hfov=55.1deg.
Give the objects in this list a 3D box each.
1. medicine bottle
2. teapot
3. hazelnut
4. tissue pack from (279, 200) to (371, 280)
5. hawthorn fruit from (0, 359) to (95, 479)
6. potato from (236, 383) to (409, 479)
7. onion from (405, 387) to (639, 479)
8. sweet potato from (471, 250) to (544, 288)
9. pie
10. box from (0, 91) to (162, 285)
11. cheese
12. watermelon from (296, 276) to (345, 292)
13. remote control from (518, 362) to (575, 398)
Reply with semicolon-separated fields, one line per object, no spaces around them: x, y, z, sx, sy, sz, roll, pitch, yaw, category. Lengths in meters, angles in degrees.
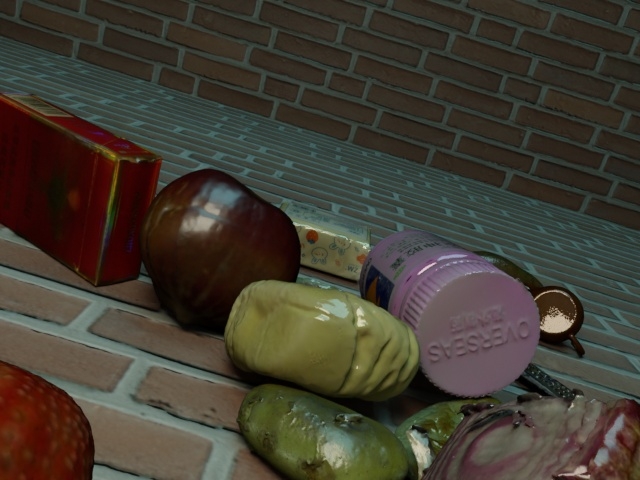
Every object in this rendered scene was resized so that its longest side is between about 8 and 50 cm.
0.171;0.092;0.892;0.178;0.178;0.290;14;8;-11;medicine bottle
0.456;0.150;1.196;0.116;0.116;0.173;-4;54;-49;teapot
-0.143;0.022;0.863;0.230;0.229;0.229;16;18;-5;hazelnut
0.000;0.000;1.222;0.197;0.092;0.148;16;17;0;tissue pack
-0.227;0.171;0.317;0.205;0.205;0.253;13;23;-13;hawthorn fruit
-0.003;0.201;0.625;0.188;0.085;0.105;20;11;25;potato
0.181;0.246;0.446;0.257;0.272;0.230;21;57;7;onion
0.421;0.070;1.432;0.244;0.077;0.077;13;18;-10;sweet potato
0.193;0.254;0.694;0.241;0.054;0.240;15;19;-5;pie
-0.393;-0.087;0.939;0.314;0.197;0.089;27;20;27;box
0.003;0.121;0.748;0.214;0.117;0.226;20;-10;-33;cheese
-0.008;0.109;0.932;0.187;0.071;0.139;22;22;15;watermelon
0.345;0.224;0.973;0.059;0.028;0.212;8;20;-38;remote control
